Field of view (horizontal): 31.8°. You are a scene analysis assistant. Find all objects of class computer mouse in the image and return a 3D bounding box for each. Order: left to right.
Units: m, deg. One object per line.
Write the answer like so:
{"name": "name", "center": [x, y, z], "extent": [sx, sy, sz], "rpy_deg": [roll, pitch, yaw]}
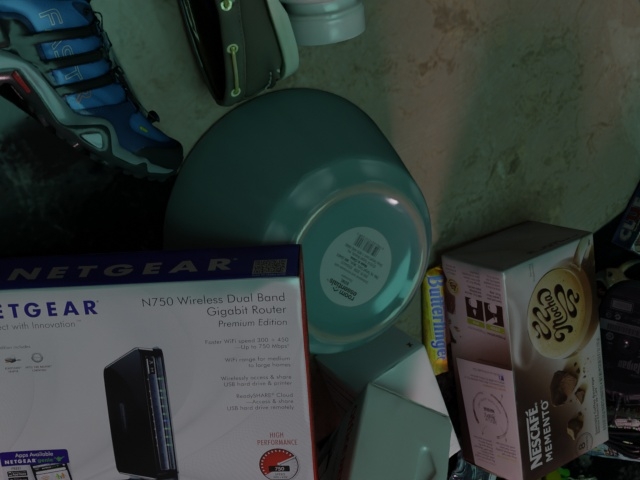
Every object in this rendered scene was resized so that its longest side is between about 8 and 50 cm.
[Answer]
{"name": "computer mouse", "center": [0.389, 0.165, 1.560], "extent": [0.060, 0.184, 0.262], "rpy_deg": [-32, 126, -57]}

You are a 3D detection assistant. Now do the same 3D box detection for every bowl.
{"name": "bowl", "center": [0.000, 0.000, 1.239], "extent": [0.311, 0.163, 0.311], "rpy_deg": [-11, 113, -28]}

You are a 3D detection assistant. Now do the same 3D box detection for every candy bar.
{"name": "candy bar", "center": [0.149, 0.104, 1.461], "extent": [0.040, 0.018, 0.161], "rpy_deg": [-16, 117, -27]}

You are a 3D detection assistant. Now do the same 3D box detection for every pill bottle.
{"name": "pill bottle", "center": [-0.008, -0.311, 1.141], "extent": [0.117, 0.117, 0.208], "rpy_deg": [-22, 118, -24]}

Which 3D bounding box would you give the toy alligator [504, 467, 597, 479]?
{"name": "toy alligator", "center": [0.326, 0.340, 1.647], "extent": [0.189, 0.056, 0.051], "rpy_deg": [-1, 68, -32]}

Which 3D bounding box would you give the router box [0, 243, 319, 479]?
{"name": "router box", "center": [-0.175, 0.162, 1.144], "extent": [0.335, 0.082, 0.301], "rpy_deg": [-3, 113, 2]}

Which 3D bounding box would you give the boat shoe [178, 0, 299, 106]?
{"name": "boat shoe", "center": [-0.112, -0.272, 1.097], "extent": [0.091, 0.109, 0.305], "rpy_deg": [-37, 127, -21]}

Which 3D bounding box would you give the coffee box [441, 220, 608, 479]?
{"name": "coffee box", "center": [0.267, 0.143, 1.460], "extent": [0.168, 0.119, 0.297], "rpy_deg": [-19, 110, -32]}

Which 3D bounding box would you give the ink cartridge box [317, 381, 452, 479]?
{"name": "ink cartridge box", "center": [0.034, 0.329, 1.291], "extent": [0.115, 0.198, 0.273], "rpy_deg": [25, 125, -7]}

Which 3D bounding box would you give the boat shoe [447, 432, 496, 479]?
{"name": "boat shoe", "center": [0.195, 0.348, 1.560], "extent": [0.083, 0.065, 0.183], "rpy_deg": [4, 99, -32]}

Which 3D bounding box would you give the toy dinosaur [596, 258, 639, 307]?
{"name": "toy dinosaur", "center": [0.519, 0.149, 1.655], "extent": [0.295, 0.127, 0.200], "rpy_deg": [19, 80, -46]}

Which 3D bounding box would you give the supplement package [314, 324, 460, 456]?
{"name": "supplement package", "center": [0.085, 0.204, 1.405], "extent": [0.105, 0.105, 0.179], "rpy_deg": [-32, 122, -17]}

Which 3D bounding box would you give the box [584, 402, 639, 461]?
{"name": "box", "center": [0.428, 0.278, 1.634], "extent": [0.027, 0.137, 0.094], "rpy_deg": [-53, 132, -41]}

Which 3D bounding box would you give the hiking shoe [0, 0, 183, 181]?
{"name": "hiking shoe", "center": [-0.230, -0.165, 1.059], "extent": [0.304, 0.113, 0.132], "rpy_deg": [36, 88, -36]}

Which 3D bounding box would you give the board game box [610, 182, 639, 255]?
{"name": "board game box", "center": [0.545, -0.028, 1.646], "extent": [0.243, 0.042, 0.165], "rpy_deg": [23, 95, -36]}
